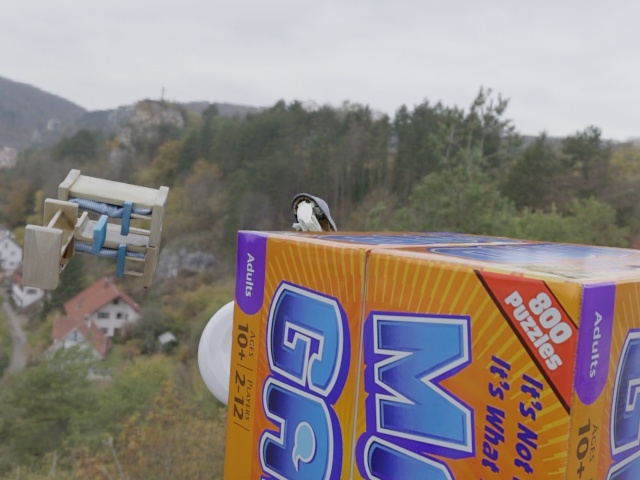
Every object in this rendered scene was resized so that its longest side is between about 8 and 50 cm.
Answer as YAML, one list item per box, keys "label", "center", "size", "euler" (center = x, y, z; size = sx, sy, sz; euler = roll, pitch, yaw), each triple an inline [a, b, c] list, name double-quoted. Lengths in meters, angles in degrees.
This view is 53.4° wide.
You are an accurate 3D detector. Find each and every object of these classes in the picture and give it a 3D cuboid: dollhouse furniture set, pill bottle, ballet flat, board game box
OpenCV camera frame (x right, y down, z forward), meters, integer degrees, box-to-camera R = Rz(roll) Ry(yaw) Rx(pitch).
- label: "dollhouse furniture set"
  center: [-0.275, 0.013, 0.794]
  size: [0.129, 0.129, 0.184]
  euler: [10, 25, -10]
- label: "pill bottle"
  center: [-0.088, 0.218, 1.102]
  size: [0.181, 0.181, 0.323]
  euler: [7, -19, 8]
- label: "ballet flat"
  center: [0.000, 0.000, 0.984]
  size: [0.074, 0.074, 0.203]
  euler: [4, 44, -30]
- label: "board game box"
  center: [0.151, 0.180, 0.641]
  size: [0.356, 0.356, 0.356]
  euler: [-1, 6, -44]
